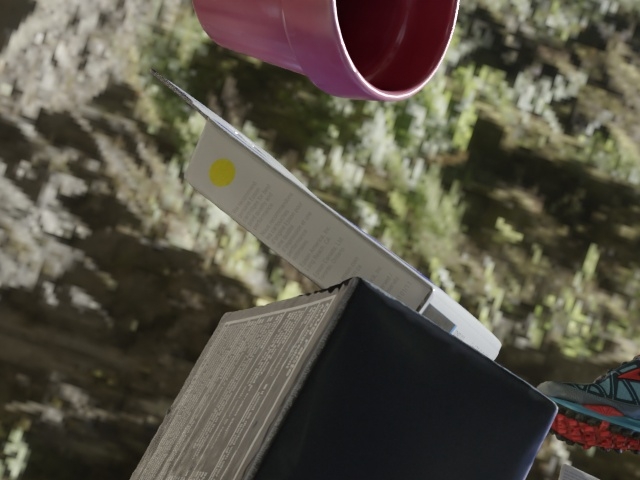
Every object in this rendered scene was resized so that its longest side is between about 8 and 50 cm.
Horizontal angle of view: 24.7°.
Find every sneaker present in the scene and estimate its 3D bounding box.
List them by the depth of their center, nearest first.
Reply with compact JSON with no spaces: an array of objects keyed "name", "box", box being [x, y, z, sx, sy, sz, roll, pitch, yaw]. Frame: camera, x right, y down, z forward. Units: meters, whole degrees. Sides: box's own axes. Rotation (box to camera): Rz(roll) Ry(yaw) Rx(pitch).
[{"name":"sneaker","box":[0.366,0.180,1.682,0.104,0.262,0.125,122,-24,-63]}]

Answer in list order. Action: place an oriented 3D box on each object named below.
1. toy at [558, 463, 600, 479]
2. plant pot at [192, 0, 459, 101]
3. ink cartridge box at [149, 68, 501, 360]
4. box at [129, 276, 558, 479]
[{"name":"toy","box":[0.269,0.366,1.490,0.056,0.137,0.237,-45,-158,56]},{"name":"plant pot","box":[-0.004,-0.225,1.261,0.201,0.180,0.201,-16,111,-51]},{"name":"ink cartridge box","box":[0.000,0.000,1.268,0.072,0.307,0.303,-54,159,1]},{"name":"box","box":[-0.024,0.205,1.034,0.296,0.183,0.294,-61,-167,-16]}]
